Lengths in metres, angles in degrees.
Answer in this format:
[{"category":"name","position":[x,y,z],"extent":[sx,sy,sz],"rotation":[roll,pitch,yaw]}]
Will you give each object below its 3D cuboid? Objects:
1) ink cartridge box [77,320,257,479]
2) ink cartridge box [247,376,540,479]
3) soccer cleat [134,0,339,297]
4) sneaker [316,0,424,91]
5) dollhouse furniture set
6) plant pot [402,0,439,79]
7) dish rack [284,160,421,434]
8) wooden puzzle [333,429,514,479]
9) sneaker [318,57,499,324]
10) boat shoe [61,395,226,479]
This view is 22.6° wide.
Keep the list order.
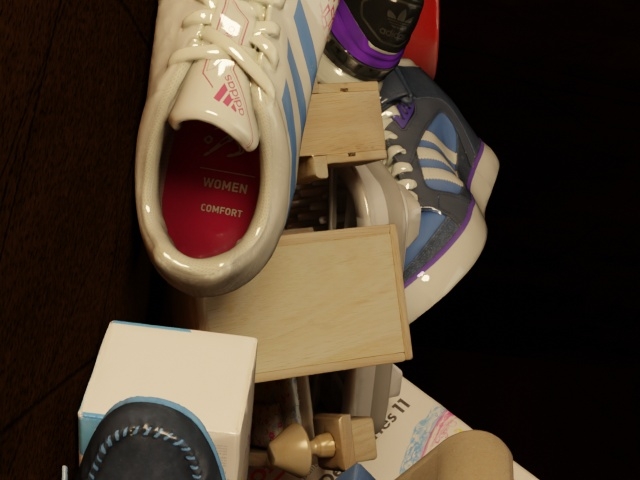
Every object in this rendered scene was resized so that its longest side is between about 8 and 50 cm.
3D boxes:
[{"category":"ink cartridge box","position":[-0.090,0.134,0.951],"extent":[0.090,0.092,0.143],"rotation":[-82,178,-55]},{"category":"ink cartridge box","position":[0.050,0.244,1.454],"extent":[0.207,0.353,0.119],"rotation":[-44,147,-17]},{"category":"soccer cleat","position":[-0.048,-0.126,0.992],"extent":[0.143,0.116,0.331],"rotation":[-49,146,-86]},{"category":"sneaker","position":[0.033,-0.270,1.481],"extent":[0.146,0.102,0.293],"rotation":[-54,-142,34]},{"category":"dollhouse furniture set","position":[-0.093,0.040,1.305],"extent":[0.355,0.173,0.303],"rotation":[-7,-92,63]},{"category":"plant pot","position":[0.033,-0.259,1.695],"extent":[0.191,0.174,0.191],"rotation":[178,-90,-86]},{"category":"dish rack","position":[0.000,0.000,1.429],"extent":[0.333,0.072,0.286],"rotation":[-127,-146,-52]},{"category":"wooden puzzle","position":[-0.021,0.285,1.141],"extent":[0.080,0.347,0.322],"rotation":[50,18,-13]},{"category":"sneaker","position":[0.045,-0.076,1.521],"extent":[0.130,0.236,0.323],"rotation":[-40,-168,31]},{"category":"boat shoe","position":[-0.097,0.214,0.865],"extent":[0.089,0.109,0.258],"rotation":[-68,162,-69]}]
